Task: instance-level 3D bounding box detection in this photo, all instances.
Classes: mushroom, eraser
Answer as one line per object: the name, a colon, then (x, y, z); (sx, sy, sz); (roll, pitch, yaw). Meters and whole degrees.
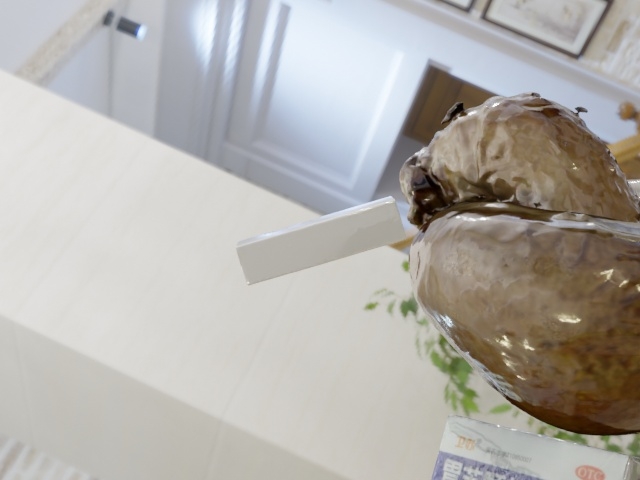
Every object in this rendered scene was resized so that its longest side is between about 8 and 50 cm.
mushroom: (0.176, 0.017, 0.597); (0.263, 0.283, 0.195); (-11, -49, -34)
eraser: (0.000, 0.000, 1.540); (0.078, 0.298, 0.076); (-95, -11, -81)

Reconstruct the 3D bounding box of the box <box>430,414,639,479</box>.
box: (0.172, 0.320, 0.727); (0.200, 0.106, 0.299); (0, 67, 53)
